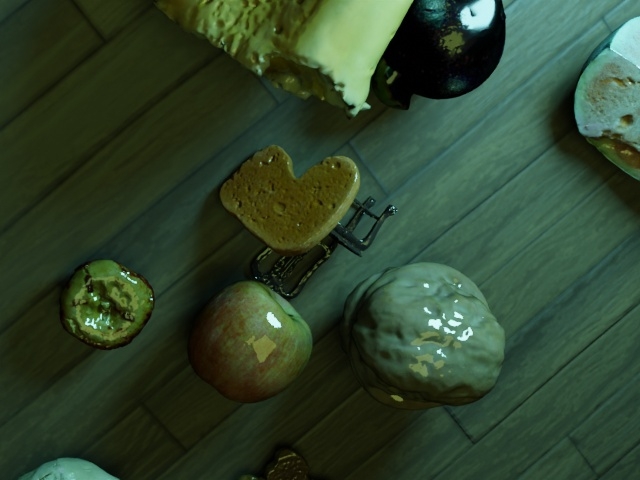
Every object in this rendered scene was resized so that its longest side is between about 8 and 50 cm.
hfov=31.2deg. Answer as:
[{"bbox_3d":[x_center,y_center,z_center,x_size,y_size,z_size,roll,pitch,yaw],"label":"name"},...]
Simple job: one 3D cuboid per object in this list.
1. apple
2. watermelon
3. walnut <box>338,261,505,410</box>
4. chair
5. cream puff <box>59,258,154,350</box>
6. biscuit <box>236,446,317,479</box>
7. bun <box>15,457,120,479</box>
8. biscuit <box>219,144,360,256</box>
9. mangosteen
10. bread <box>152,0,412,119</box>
[{"bbox_3d":[-0.113,0.162,1.808,0.188,0.188,0.174,37,97,-23],"label":"apple"},{"bbox_3d":[0.538,-0.238,1.928,0.322,0.175,0.188,57,40,-28],"label":"watermelon"},{"bbox_3d":[0.167,0.158,1.854,0.273,0.273,0.227,15,66,-20],"label":"walnut"},{"bbox_3d":[0.000,0.000,1.840,0.106,0.113,0.229,38,89,-21],"label":"chair"},{"bbox_3d":[-0.333,0.094,1.777,0.149,0.084,0.149,-4,102,-17],"label":"cream puff"},{"bbox_3d":[-0.079,0.492,1.991,0.208,0.041,0.291,7,102,-19],"label":"biscuit"},{"bbox_3d":[-0.408,0.466,1.829,0.239,0.141,0.239,-4,107,-12],"label":"bun"},{"bbox_3d":[-0.044,-0.078,1.778,0.186,0.192,0.036,-50,153,0],"label":"biscuit"},{"bbox_3d":[0.164,-0.314,1.742,0.242,0.243,0.243,-5,107,-16],"label":"mangosteen"},{"bbox_3d":[0.004,-0.401,1.616,0.361,0.250,0.394,33,94,19],"label":"bread"}]
